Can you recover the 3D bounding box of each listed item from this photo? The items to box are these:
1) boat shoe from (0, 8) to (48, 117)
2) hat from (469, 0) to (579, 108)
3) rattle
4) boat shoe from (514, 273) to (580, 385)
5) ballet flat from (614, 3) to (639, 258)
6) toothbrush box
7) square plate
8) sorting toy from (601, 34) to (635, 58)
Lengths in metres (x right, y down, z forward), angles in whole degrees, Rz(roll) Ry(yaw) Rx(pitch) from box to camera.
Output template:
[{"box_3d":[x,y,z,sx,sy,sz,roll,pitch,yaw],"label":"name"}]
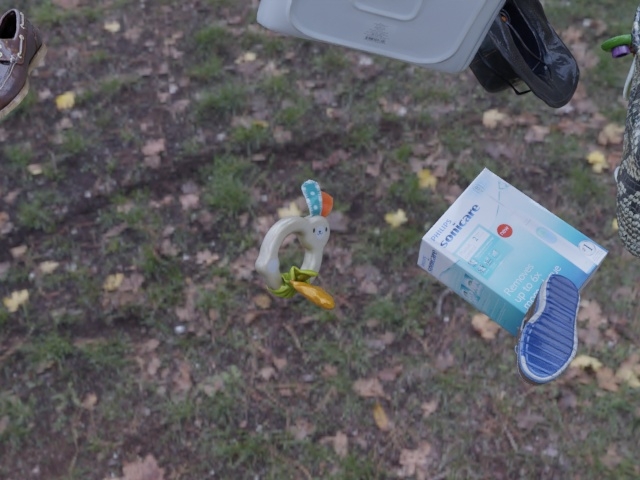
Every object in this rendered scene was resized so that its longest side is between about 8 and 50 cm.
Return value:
[{"box_3d":[-0.416,-0.230,1.155,0.073,0.073,0.207,-15,38,9],"label":"boat shoe"},{"box_3d":[0.350,-0.361,1.689,0.134,0.331,0.331,-32,16,37],"label":"hat"},{"box_3d":[0.000,0.000,1.381,0.199,0.130,0.143,-51,24,-25],"label":"rattle"},{"box_3d":[0.274,0.120,1.085,0.066,0.066,0.183,31,42,7],"label":"boat shoe"},{"box_3d":[0.385,-0.152,0.949,0.164,0.182,0.483,27,47,5],"label":"ballet flat"},{"box_3d":[0.373,0.034,1.758,0.295,0.126,0.216,38,69,18],"label":"toothbrush box"},{"box_3d":[0.105,-0.367,1.256,0.347,0.344,0.049,12,60,-10],"label":"square plate"},{"box_3d":[0.483,-0.290,1.362,0.102,0.042,0.061,-7,-8,-25],"label":"sorting toy"}]
